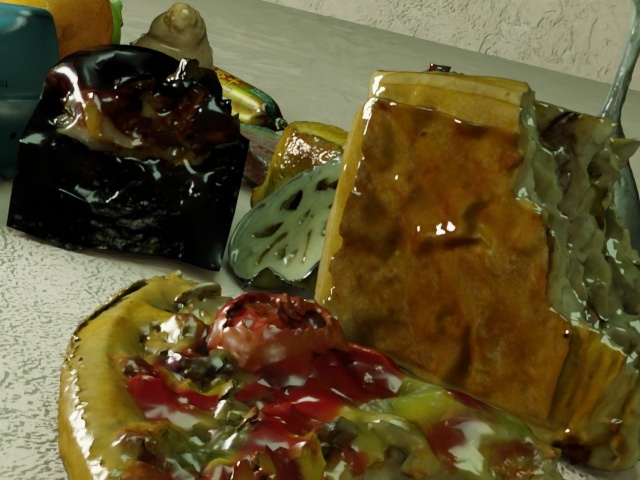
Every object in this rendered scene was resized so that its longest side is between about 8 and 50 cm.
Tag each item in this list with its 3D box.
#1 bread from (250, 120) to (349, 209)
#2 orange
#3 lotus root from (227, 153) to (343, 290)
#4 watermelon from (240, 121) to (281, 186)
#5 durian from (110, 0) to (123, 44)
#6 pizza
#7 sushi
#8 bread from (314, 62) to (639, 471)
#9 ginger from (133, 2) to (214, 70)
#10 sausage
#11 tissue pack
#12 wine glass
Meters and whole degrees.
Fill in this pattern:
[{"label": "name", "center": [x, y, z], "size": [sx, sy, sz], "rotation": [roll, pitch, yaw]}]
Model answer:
[{"label": "bread", "center": [0.054, -0.052, 1.599], "size": [0.268, 0.145, 0.268], "rotation": [16, 14, -4]}, {"label": "orange", "center": [-0.386, -0.289, 1.708], "size": [0.240, 0.240, 0.240], "rotation": [14, 17, -4]}, {"label": "lotus root", "center": [0.003, -0.003, 1.422], "size": [0.078, 0.203, 0.183], "rotation": [54, -4, -31]}, {"label": "watermelon", "center": [-0.062, -0.091, 1.764], "size": [0.187, 0.071, 0.139], "rotation": [18, 22, -21]}, {"label": "durian", "center": [-0.383, -0.317, 2.074], "size": [0.101, 0.139, 0.250], "rotation": [26, 19, 20]}, {"label": "pizza", "center": [0.005, 0.125, 1.021], "size": [0.406, 0.130, 0.440], "rotation": [11, 17, -7]}, {"label": "sushi", "center": [-0.194, -0.108, 1.443], "size": [0.227, 0.212, 0.215], "rotation": [13, 17, -3]}, {"label": "bread", "center": [0.194, 0.016, 1.253], "size": [0.370, 0.314, 0.191], "rotation": [19, 8, 28]}, {"label": "ginger", "center": [-0.217, -0.213, 1.777], "size": [0.130, 0.221, 0.275], "rotation": [28, 5, -11]}, {"label": "sausage", "center": [-0.181, -0.247, 2.143], "size": [0.371, 0.082, 0.082], "rotation": [30, 22, 38]}, {"label": "tissue pack", "center": [-0.442, -0.173, 1.476], "size": [0.198, 0.206, 0.287], "rotation": [15, 13, 34]}, {"label": "wine glass", "center": [0.430, -0.195, 1.944], "size": [0.267, 0.406, 0.267], "rotation": [14, 20, -5]}]
